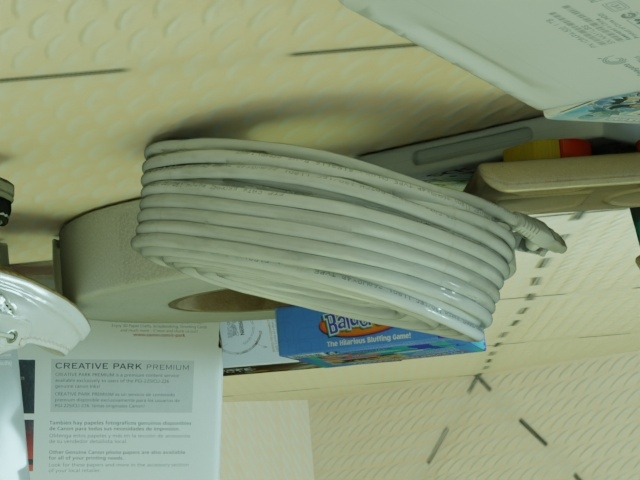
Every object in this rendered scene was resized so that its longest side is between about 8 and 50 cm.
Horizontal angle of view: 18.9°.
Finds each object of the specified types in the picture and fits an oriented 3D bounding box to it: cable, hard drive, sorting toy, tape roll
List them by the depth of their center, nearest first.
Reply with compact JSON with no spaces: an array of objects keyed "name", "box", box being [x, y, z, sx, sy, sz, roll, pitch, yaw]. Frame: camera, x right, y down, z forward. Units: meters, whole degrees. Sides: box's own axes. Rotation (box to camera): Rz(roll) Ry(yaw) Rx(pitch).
[{"name":"hard drive","box":[0.192,-0.125,0.823,0.318,0.040,0.210,-10,163,32]},{"name":"cable","box":[0.000,0.000,1.289,0.257,0.089,0.257,7,172,44]},{"name":"sorting toy","box":[0.193,-0.046,1.314,0.193,0.038,0.208,-4,176,-3]},{"name":"tape roll","box":[-0.030,0.014,1.633,0.392,0.072,0.392,-5,172,-1]}]

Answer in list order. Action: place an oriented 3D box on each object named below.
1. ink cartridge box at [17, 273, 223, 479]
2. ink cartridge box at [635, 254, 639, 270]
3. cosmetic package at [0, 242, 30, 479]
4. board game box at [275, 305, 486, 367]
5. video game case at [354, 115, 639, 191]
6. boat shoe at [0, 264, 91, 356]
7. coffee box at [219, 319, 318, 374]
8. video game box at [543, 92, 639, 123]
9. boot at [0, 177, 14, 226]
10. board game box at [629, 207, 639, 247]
[{"name":"ink cartridge box","box":[-0.253,0.144,1.885,0.309,0.272,0.130,2,-164,-8]},{"name":"ink cartridge box","box":[0.340,-0.025,1.210,0.193,0.088,0.234,-28,177,-27]},{"name":"cosmetic package","box":[-0.325,0.125,1.639,0.107,0.238,0.127,2,169,-40]},{"name":"board game box","box":[0.059,0.081,1.735,0.160,0.047,0.210,-7,172,9]},{"name":"video game case","box":[0.171,-0.057,1.415,0.206,0.026,0.227,-11,170,36]},{"name":"boat shoe","box":[-0.285,0.057,1.493,0.098,0.096,0.277,12,169,33]},{"name":"coffee box","box":[-0.037,0.088,2.039,0.246,0.098,0.141,-5,172,-1]},{"name":"video game box","box":[0.257,-0.104,1.064,0.205,0.048,0.187,1,167,-32]},{"name":"boot","box":[-0.316,0.039,1.253,0.236,0.178,0.085,-1,171,-18]},{"name":"board game box","box":[0.332,0.016,1.433,0.186,0.126,0.026,0,-146,32]}]
